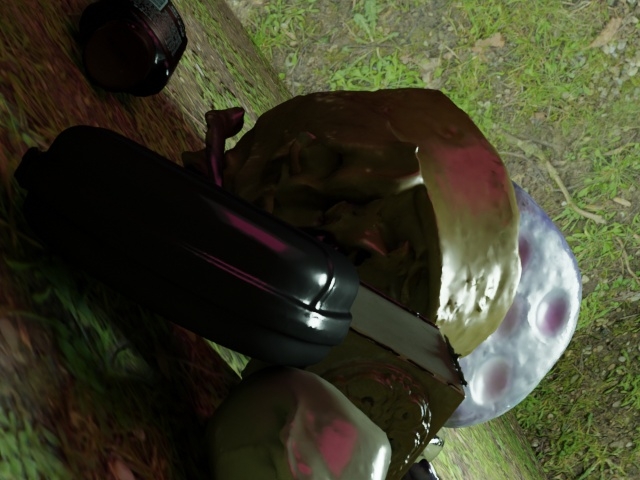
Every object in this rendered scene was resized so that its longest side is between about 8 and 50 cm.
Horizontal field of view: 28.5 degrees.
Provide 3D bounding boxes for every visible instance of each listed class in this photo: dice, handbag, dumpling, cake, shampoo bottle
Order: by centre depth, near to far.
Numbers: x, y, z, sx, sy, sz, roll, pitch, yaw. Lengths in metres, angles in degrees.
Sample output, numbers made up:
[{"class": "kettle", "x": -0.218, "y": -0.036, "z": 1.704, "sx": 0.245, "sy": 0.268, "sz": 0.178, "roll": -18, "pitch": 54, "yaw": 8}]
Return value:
[{"class": "dumpling", "x": -0.014, "y": 0.173, "z": 0.920, "sx": 0.162, "sy": 0.132, "sz": 0.250, "roll": 47, "pitch": -7, "yaw": -8}, {"class": "handbag", "x": -0.093, "y": 0.001, "z": 0.940, "sx": 0.254, "sy": 0.093, "sz": 0.308, "roll": 30, "pitch": 1, "yaw": 14}, {"class": "cake", "x": -0.004, "y": 0.005, "z": 1.292, "sx": 0.321, "sy": 0.332, "sz": 0.332, "roll": -10, "pitch": 61, "yaw": -38}, {"class": "shampoo bottle", "x": -0.218, "y": -0.235, "z": 1.471, "sx": 0.129, "sy": 0.084, "sz": 0.323, "roll": 53, "pitch": 9, "yaw": -16}, {"class": "dice", "x": 0.152, "y": 0.059, "z": 1.641, "sx": 0.270, "sy": 0.270, "sz": 0.271, "roll": 26, "pitch": -23, "yaw": 53}]

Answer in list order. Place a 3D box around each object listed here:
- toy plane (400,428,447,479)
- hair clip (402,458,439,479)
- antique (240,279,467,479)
[{"class": "toy plane", "x": 0.109, "y": 0.248, "z": 1.486, "sx": 0.242, "sy": 0.104, "sz": 0.256, "roll": 61, "pitch": 8, "yaw": 12}, {"class": "hair clip", "x": 0.147, "y": 0.344, "z": 1.368, "sx": 0.278, "sy": 0.090, "sz": 0.137, "roll": 51, "pitch": -6, "yaw": -26}, {"class": "antique", "x": 0.029, "y": 0.131, "z": 1.127, "sx": 0.147, "sy": 0.152, "sz": 0.148, "roll": 30, "pitch": 18, "yaw": -17}]
